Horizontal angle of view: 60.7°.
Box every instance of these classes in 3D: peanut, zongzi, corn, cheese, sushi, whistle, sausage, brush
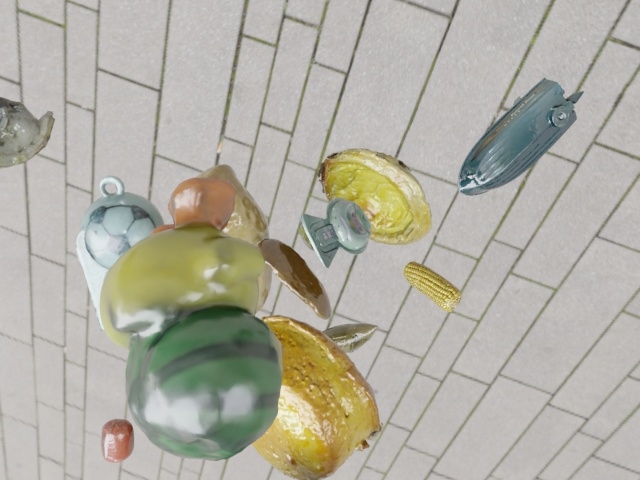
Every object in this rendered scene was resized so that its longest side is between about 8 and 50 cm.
[{"bbox_3d":[-0.199,0.018,1.129,0.169,0.192,0.387,33,139,34],"label":"peanut"},{"bbox_3d":[0.051,0.275,1.533,0.188,0.081,0.178,-7,162,-24],"label":"zongzi"},{"bbox_3d":[0.148,0.059,0.728,0.092,0.037,0.037,36,132,34],"label":"corn"},{"bbox_3d":[0.021,-0.012,0.582,0.026,0.120,0.067,-28,89,34],"label":"cheese"},{"bbox_3d":[-0.459,-0.124,0.696,0.134,0.273,0.109,-7,88,18],"label":"sushi"},{"bbox_3d":[-0.362,0.017,1.022,0.163,0.163,0.290,1,115,14],"label":"whistle"},{"bbox_3d":[-0.385,0.378,1.030,0.059,0.054,0.094,33,124,38],"label":"sausage"},{"bbox_3d":[0.000,0.000,1.117,0.068,0.297,0.060,21,95,-16],"label":"brush"}]

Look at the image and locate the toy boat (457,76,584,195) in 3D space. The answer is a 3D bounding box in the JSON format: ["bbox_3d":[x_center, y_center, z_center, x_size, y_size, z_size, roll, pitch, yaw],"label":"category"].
[{"bbox_3d":[0.317,-0.163,0.907,0.246,0.103,0.093,-44,113,-5],"label":"toy boat"}]

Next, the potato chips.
[{"bbox_3d":[-0.039,0.071,1.070,0.049,0.150,0.202,-36,90,11],"label":"potato chips"}]

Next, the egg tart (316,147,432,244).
[{"bbox_3d":[0.125,-0.103,1.200,0.278,0.095,0.279,25,146,19],"label":"egg tart"}]

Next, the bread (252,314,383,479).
[{"bbox_3d":[-0.056,0.342,1.154,0.358,0.204,0.337,46,143,-1],"label":"bread"}]

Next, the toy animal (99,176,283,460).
[{"bbox_3d":[-0.164,0.095,0.662,0.191,0.338,0.216,5,142,-34],"label":"toy animal"}]
